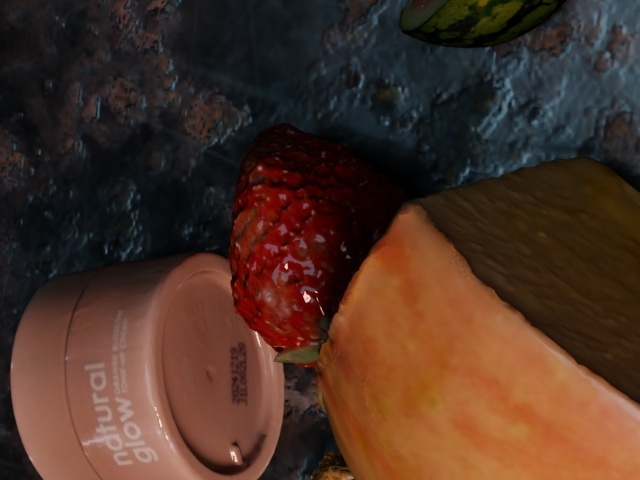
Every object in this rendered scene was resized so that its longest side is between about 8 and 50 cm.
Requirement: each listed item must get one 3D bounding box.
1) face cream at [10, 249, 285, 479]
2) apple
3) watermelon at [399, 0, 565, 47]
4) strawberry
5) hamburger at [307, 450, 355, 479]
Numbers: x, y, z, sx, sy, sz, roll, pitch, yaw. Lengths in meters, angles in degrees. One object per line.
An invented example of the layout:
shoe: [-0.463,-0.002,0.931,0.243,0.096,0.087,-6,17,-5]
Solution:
face cream: [-0.103,0.085,1.130,0.104,0.149,0.149,-10,90,29]
apple: [0.172,0.107,0.953,0.252,0.314,0.309,-41,69,-17]
watermelon: [0.114,-0.158,1.046,0.069,0.087,0.163,31,117,-16]
strawberry: [-0.004,0.005,1.077,0.148,0.131,0.131,40,113,24]
hamburger: [0.021,0.170,1.129,0.076,0.044,0.083,20,107,25]
